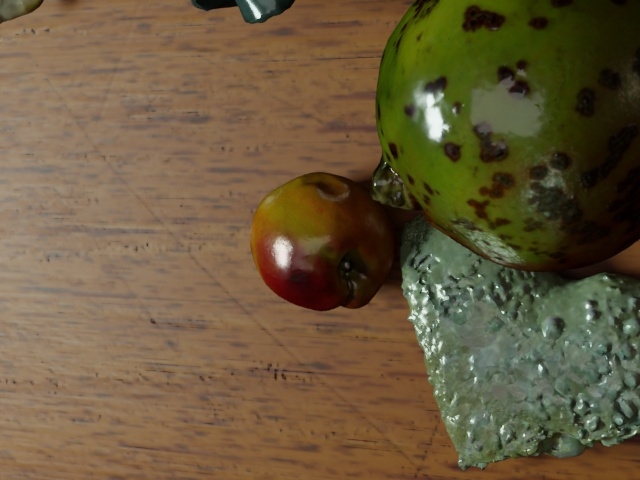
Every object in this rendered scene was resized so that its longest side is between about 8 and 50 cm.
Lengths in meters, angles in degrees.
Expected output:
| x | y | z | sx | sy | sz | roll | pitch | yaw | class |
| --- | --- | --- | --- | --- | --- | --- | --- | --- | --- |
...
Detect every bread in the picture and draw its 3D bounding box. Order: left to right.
| x | y | z | sx | sy | sz | roll | pitch | yaw | class |
| --- | --- | --- | --- | --- | --- | --- | --- | --- | --- |
| 0.133 | 0.078 | 0.744 | 0.232 | 0.064 | 0.172 | 33 | 104 | 17 | bread |

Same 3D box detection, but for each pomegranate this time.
| x | y | z | sx | sy | sz | roll | pitch | yaw | class |
| --- | --- | --- | --- | --- | --- | --- | --- | --- | --- |
| 0.147 | -0.090 | 0.676 | 0.198 | 0.246 | 0.198 | 34 | 141 | 33 | pomegranate |

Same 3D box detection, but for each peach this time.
| x | y | z | sx | sy | sz | roll | pitch | yaw | class |
| --- | --- | --- | --- | --- | --- | --- | --- | --- | --- |
| 0.001 | -0.001 | 0.775 | 0.101 | 0.101 | 0.100 | 2 | 96 | 21 | peach |

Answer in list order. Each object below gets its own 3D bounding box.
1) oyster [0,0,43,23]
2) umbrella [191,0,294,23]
| x | y | z | sx | sy | sz | roll | pitch | yaw | class |
| --- | --- | --- | --- | --- | --- | --- | --- | --- | --- |
| -0.335 | -0.347 | 0.812 | 0.396 | 0.111 | 0.204 | 40 | 125 | -5 | oyster |
| -0.124 | -0.292 | 0.701 | 0.094 | 0.349 | 0.143 | -1 | 55 | 58 | umbrella |
